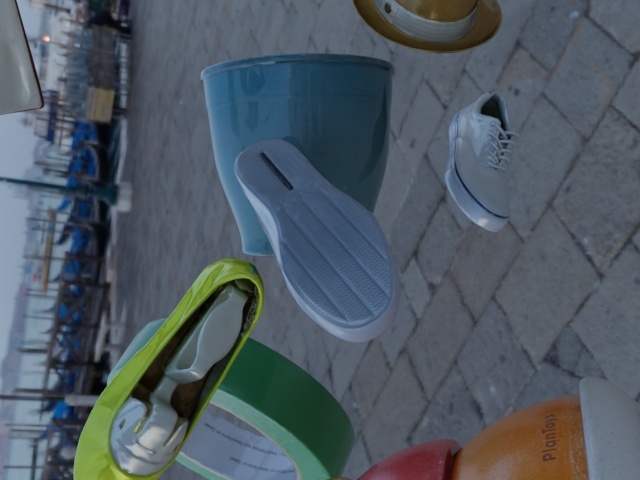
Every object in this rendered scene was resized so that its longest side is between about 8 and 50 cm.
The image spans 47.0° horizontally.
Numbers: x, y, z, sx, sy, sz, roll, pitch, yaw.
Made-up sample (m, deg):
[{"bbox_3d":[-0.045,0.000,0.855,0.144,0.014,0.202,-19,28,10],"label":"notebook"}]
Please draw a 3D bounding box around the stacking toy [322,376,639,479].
[{"bbox_3d":[0.048,0.305,0.625,0.350,0.479,0.351,-7,-90,-71],"label":"stacking toy"}]

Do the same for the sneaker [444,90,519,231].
[{"bbox_3d":[0.231,-0.124,1.033,0.091,0.094,0.258,-52,24,38],"label":"sneaker"}]

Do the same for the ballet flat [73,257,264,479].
[{"bbox_3d":[-0.116,0.113,0.578,0.231,0.077,0.077,-57,20,-12],"label":"ballet flat"}]

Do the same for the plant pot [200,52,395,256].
[{"bbox_3d":[-0.027,-0.108,1.036,0.271,0.271,0.256,-173,80,-69],"label":"plant pot"}]

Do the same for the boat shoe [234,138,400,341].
[{"bbox_3d":[0.000,0.000,0.777,0.302,0.109,0.094,58,174,44],"label":"boat shoe"}]

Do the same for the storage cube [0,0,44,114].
[{"bbox_3d":[-0.379,-0.230,0.678,0.215,0.183,0.193,100,148,-53],"label":"storage cube"}]

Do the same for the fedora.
[{"bbox_3d":[0.130,-0.307,0.868,0.079,0.194,0.195,101,165,-55],"label":"fedora"}]

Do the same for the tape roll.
[{"bbox_3d":[-0.116,0.230,0.949,0.077,0.321,0.321,-61,6,-36],"label":"tape roll"}]
